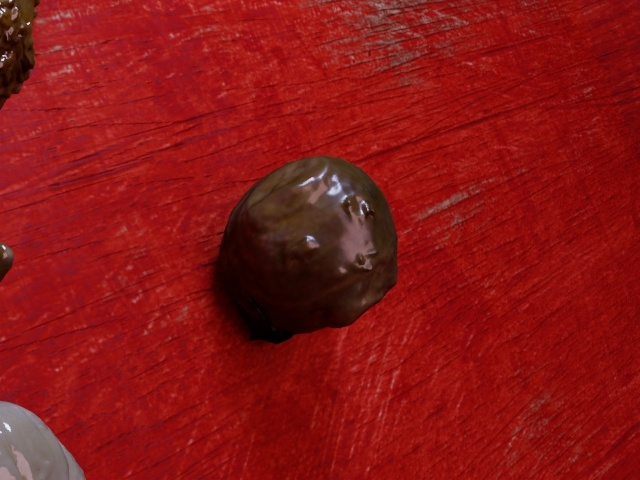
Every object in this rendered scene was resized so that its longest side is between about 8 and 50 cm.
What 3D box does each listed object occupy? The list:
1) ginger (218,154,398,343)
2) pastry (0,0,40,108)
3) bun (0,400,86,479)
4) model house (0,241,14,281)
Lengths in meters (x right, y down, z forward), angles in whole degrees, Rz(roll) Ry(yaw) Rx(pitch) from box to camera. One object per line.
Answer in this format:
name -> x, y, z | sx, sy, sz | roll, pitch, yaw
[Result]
ginger -> -0.002, -0.004, 2.087 | 0.200, 0.223, 0.269 | 61, 34, -6
pastry -> -0.389, -0.241, 1.645 | 0.284, 0.184, 0.316 | 52, 35, -25
bun -> -0.288, 0.264, 1.467 | 0.259, 0.160, 0.259 | 13, 90, -73
model house -> -0.383, 0.044, 1.397 | 0.184, 0.291, 0.253 | 0, 73, -63
